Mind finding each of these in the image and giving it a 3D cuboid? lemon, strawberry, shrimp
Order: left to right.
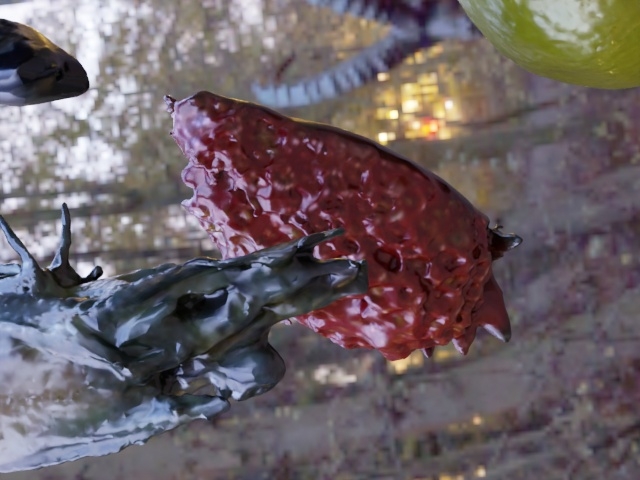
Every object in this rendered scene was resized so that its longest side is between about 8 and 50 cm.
[{"bbox_3d":[-0.178,-0.003,0.692,0.085,0.445,0.272,20,-110,-61],"label":"shrimp"},{"bbox_3d":[0.008,-0.001,0.814,0.228,0.174,0.098,38,-114,-48],"label":"strawberry"},{"bbox_3d":[0.152,-0.192,0.800,0.248,0.184,0.184,54,179,13],"label":"lemon"}]
